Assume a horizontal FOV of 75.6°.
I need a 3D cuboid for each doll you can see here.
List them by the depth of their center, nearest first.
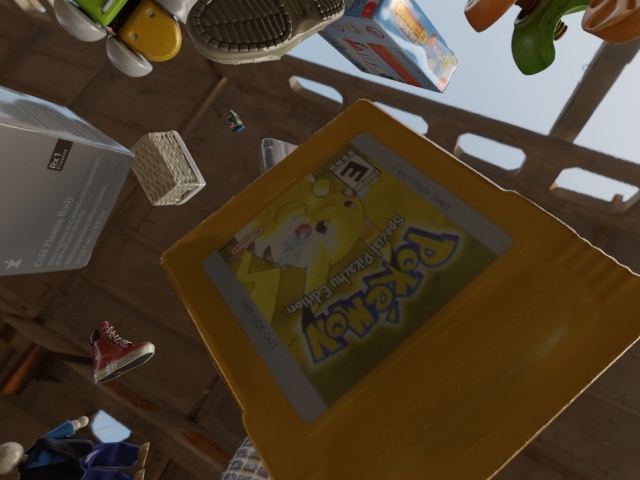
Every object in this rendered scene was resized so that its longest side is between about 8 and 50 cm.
[{"bbox_3d":[-0.341,0.303,0.566,0.188,0.046,0.129,15,-143,-21],"label":"doll"}]

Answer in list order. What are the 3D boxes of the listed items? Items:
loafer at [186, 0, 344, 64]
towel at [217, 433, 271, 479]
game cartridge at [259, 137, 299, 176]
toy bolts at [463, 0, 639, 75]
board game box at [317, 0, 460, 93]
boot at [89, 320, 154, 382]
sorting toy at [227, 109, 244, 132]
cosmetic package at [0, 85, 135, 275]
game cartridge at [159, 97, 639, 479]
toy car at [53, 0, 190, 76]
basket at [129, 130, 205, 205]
[{"bbox_3d":[-0.076,-0.312,0.603,0.268,0.092,0.102,-33,-82,-32],"label":"loafer"},{"bbox_3d":[0.024,0.316,0.517,0.283,0.235,0.122,18,-69,10],"label":"towel"},{"bbox_3d":[-0.018,-0.177,1.124,0.297,0.062,0.198,12,-146,-22],"label":"game cartridge"},{"bbox_3d":[0.246,-0.301,0.372,0.158,0.218,0.229,34,-78,-13],"label":"toy bolts"},{"bbox_3d":[0.127,-0.486,0.972,0.302,0.308,0.086,36,-78,41],"label":"board game box"},{"bbox_3d":[-0.622,0.315,1.273,0.244,0.088,0.176,-28,-110,21],"label":"boot"},{"bbox_3d":[-0.270,-0.363,1.275,0.042,0.102,0.061,-32,-79,5],"label":"sorting toy"},{"bbox_3d":[-0.263,-0.047,0.272,0.107,0.238,0.127,33,-78,12],"label":"cosmetic package"},{"bbox_3d":[0.037,0.036,0.352,0.285,0.053,0.324,-40,-127,-6],"label":"game cartridge"},{"bbox_3d":[-0.310,-0.372,0.653,0.159,0.182,0.136,-44,-133,12],"label":"toy car"},{"bbox_3d":[-0.396,-0.181,1.050,0.113,0.103,0.167,-31,-92,27],"label":"basket"}]
